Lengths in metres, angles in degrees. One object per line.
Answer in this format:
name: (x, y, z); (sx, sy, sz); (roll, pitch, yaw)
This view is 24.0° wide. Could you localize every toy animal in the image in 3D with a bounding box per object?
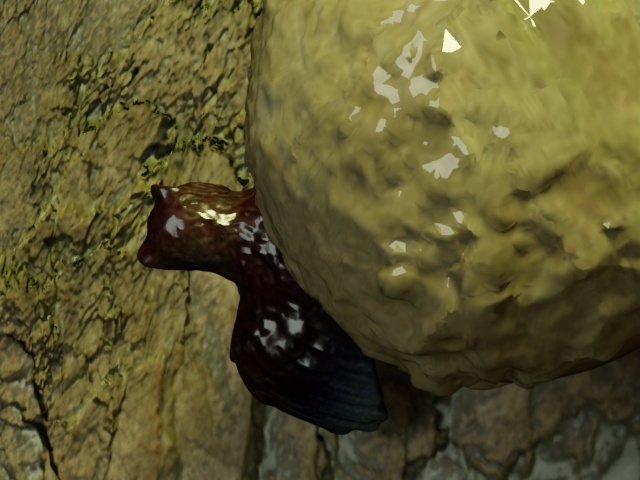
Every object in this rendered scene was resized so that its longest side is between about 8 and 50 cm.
toy animal: (-0.009, -0.001, 0.874); (0.116, 0.179, 0.218); (164, 115, -73)

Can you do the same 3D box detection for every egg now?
egg: (0.091, -0.072, 0.713); (0.279, 0.279, 0.310); (-29, 44, 41)
